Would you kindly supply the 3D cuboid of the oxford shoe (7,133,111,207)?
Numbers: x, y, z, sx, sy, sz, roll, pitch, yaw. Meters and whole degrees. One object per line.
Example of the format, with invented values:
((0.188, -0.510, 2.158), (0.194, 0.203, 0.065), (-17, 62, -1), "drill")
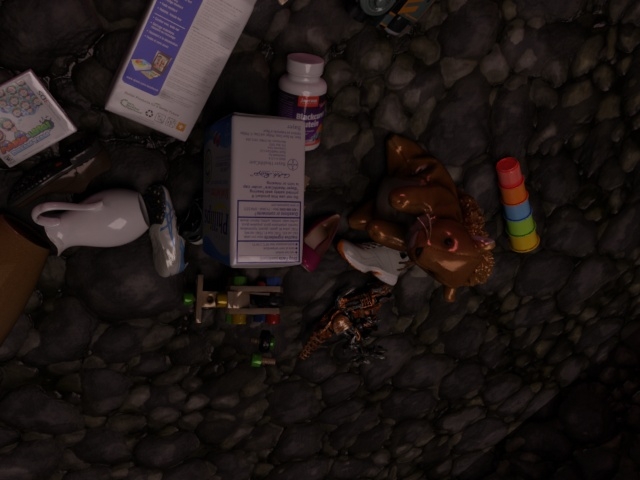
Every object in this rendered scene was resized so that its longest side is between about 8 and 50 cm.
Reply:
((-0.538, -0.121, 1.197), (0.227, 0.083, 0.096), (-29, 134, -1), "oxford shoe")

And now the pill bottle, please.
((-0.043, -0.304, 1.266), (0.108, 0.108, 0.193), (-6, 126, -20), "pill bottle")

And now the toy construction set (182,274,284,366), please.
((-0.217, 0.113, 1.434), (0.237, 0.257, 0.308), (8, 107, -13), "toy construction set")

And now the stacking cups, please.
((0.573, -0.106, 1.707), (0.096, 0.096, 0.316), (-30, 125, -1), "stacking cups")

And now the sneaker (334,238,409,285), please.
((0.149, 0.030, 1.613), (0.262, 0.099, 0.121), (25, 103, -43), "sneaker")

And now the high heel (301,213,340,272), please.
((0.000, 0.000, 1.431), (0.117, 0.244, 0.082), (-40, 96, 13), "high heel")

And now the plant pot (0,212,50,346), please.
((-0.694, 0.078, 1.196), (0.254, 0.237, 0.237), (-48, 130, -4), "plant pot")

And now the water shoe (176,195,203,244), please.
((-0.250, -0.079, 1.331), (0.203, 0.073, 0.080), (-55, 151, 1), "water shoe")

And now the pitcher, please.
((-0.485, -0.050, 1.226), (0.207, 0.125, 0.178), (-15, 161, -8), "pitcher")

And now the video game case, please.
((-0.590, -0.237, 1.129), (0.157, 0.019, 0.143), (-29, 130, -2), "video game case")

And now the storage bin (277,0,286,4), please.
((-0.064, -0.576, 0.911), (0.260, 0.123, 0.262), (-45, 131, -4), "storage bin")

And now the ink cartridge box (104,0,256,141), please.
((-0.270, -0.390, 1.132), (0.176, 0.069, 0.371), (20, 116, -32), "ink cartridge box")

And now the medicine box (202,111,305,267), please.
((-0.147, -0.102, 1.201), (0.149, 0.263, 0.289), (0, 95, -23), "medicine box")

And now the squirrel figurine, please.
((0.314, -0.023, 1.455), (0.397, 0.370, 0.281), (18, 114, -33), "squirrel figurine")

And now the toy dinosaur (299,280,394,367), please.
((0.083, 0.251, 1.728), (0.322, 0.164, 0.218), (-25, 117, 18), "toy dinosaur")

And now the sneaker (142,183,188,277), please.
((-0.361, -0.027, 1.354), (0.086, 0.085, 0.237), (-34, 134, -45), "sneaker")

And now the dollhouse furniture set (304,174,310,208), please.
((-0.067, -0.093, 1.403), (0.123, 0.144, 0.151), (22, 98, -39), "dollhouse furniture set")

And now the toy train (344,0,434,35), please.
((0.195, -0.558, 1.141), (0.190, 0.142, 0.334), (12, 136, -37), "toy train")
